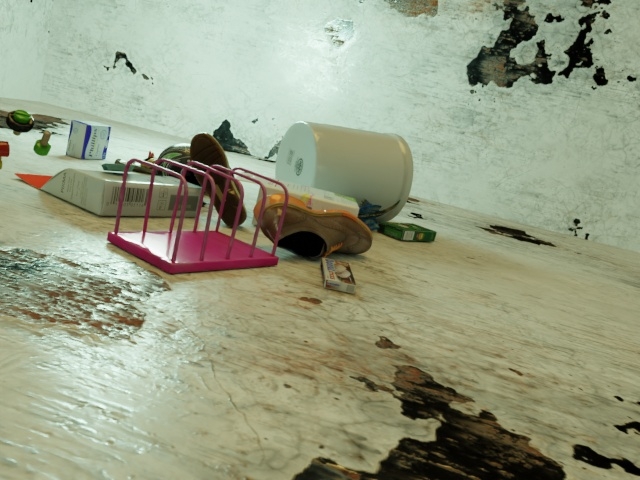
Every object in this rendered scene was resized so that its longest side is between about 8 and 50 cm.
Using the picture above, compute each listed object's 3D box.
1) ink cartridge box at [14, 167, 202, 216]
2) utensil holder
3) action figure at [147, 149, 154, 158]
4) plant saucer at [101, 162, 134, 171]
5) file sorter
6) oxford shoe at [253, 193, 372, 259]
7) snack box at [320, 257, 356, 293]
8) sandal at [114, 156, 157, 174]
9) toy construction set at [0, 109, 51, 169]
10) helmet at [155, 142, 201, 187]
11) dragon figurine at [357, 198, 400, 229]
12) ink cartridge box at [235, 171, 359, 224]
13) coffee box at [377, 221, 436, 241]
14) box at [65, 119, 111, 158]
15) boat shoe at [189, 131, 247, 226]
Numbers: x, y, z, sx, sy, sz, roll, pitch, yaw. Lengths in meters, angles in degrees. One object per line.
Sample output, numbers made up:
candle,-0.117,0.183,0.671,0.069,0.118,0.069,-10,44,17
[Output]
ink cartridge box,-0.544,-0.152,1.592,0.385,0.091,0.308,22,14,33
utensil holder,0.078,-0.240,2.162,0.385,0.327,0.327,3,15,-31
action figure,-0.534,-0.346,2.461,0.280,0.139,0.091,10,13,-29
plant saucer,-0.509,-0.181,1.540,0.067,0.018,0.192,2,4,-23
file sorter,-0.235,-0.058,1.243,0.202,0.182,0.291,22,14,35
oxford shoe,0.000,0.000,1.494,0.364,0.130,0.132,12,42,-40
snack box,0.036,0.074,1.318,0.064,0.022,0.178,11,12,-5
sandal,-0.609,-0.269,2.165,0.219,0.060,0.090,10,12,-15
toy construction set,-0.832,-0.202,1.381,0.257,0.237,0.309,44,35,6
helmet,-0.414,-0.214,1.857,0.169,0.161,0.169,13,11,-3
dragon figurine,0.147,-0.082,1.998,0.289,0.085,0.144,-2,15,-18
ink cartridge box,-0.077,-0.095,1.767,0.354,0.119,0.207,14,12,-3
coffee box,0.293,-0.029,2.073,0.184,0.040,0.113,1,15,-45
box,-0.820,-0.355,2.177,0.072,0.126,0.137,18,13,15
boat shoe,-0.268,-0.158,1.615,0.095,0.257,0.095,-19,7,4
